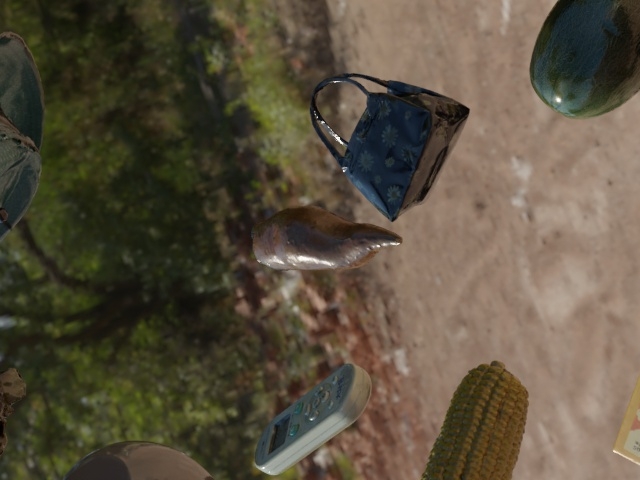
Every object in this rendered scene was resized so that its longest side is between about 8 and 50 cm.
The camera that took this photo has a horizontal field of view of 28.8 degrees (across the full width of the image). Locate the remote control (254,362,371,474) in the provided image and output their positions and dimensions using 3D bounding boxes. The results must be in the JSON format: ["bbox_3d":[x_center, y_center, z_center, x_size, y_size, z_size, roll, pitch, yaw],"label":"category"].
[{"bbox_3d":[-0.009,0.222,1.529,0.221,0.042,0.078,-43,25,41],"label":"remote control"}]

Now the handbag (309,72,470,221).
[{"bbox_3d":[0.048,-0.098,1.134,0.139,0.072,0.115,32,123,15],"label":"handbag"}]

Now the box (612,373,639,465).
[{"bbox_3d":[0.639,0.247,1.871,0.283,0.259,0.214,27,127,26],"label":"box"}]

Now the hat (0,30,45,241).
[{"bbox_3d":[-0.213,-0.027,0.716,0.078,0.191,0.138,39,173,17],"label":"hat"}]

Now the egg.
[{"bbox_3d":[-0.170,0.299,1.238,0.176,0.176,0.232,59,177,46],"label":"egg"}]

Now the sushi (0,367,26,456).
[{"bbox_3d":[-0.346,0.216,1.116,0.147,0.115,0.212,-45,34,36],"label":"sushi"}]

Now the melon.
[{"bbox_3d":[0.265,-0.190,1.157,0.114,0.167,0.114,36,-168,-9],"label":"melon"}]

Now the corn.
[{"bbox_3d":[0.124,0.219,1.090,0.080,0.080,0.238,87,-159,-65],"label":"corn"}]

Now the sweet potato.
[{"bbox_3d":[0.000,0.000,0.962,0.195,0.056,0.056,5,119,53],"label":"sweet potato"}]
